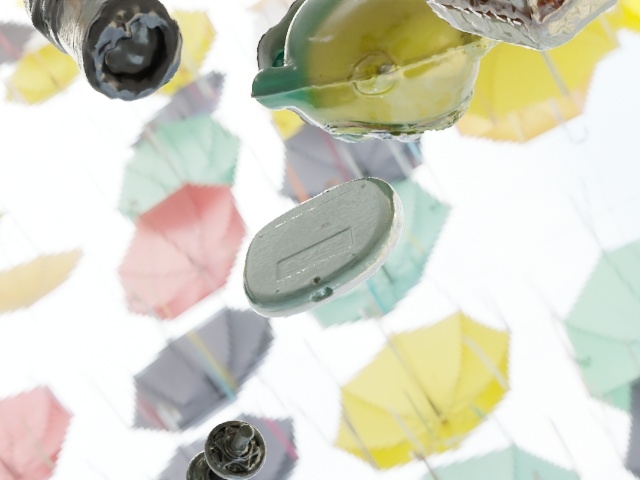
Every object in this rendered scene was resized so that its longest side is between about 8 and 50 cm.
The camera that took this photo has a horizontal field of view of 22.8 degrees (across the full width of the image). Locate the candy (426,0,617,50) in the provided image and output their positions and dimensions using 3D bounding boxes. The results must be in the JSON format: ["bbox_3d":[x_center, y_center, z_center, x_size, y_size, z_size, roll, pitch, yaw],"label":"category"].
[{"bbox_3d":[0.221,-0.298,1.294,0.320,0.135,0.179,-43,-153,-13],"label":"candy"}]

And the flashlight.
[{"bbox_3d":[-0.199,-0.194,1.392,0.103,0.103,0.424,-34,-159,-4],"label":"flashlight"}]

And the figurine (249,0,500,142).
[{"bbox_3d":[0.068,-0.239,2.048,0.323,0.232,0.340,-23,-166,-23],"label":"figurine"}]

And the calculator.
[{"bbox_3d":[0.000,0.000,1.655,0.184,0.042,0.295,-26,-162,9],"label":"calculator"}]

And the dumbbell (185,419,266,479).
[{"bbox_3d":[-0.121,0.285,2.014,0.081,0.081,0.254,-50,174,-30],"label":"dumbbell"}]
